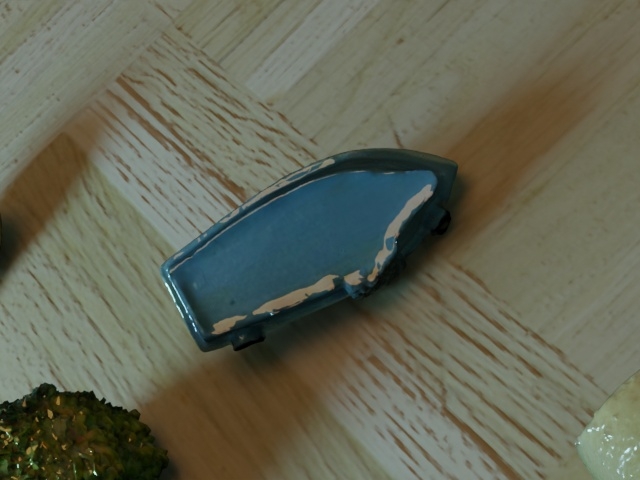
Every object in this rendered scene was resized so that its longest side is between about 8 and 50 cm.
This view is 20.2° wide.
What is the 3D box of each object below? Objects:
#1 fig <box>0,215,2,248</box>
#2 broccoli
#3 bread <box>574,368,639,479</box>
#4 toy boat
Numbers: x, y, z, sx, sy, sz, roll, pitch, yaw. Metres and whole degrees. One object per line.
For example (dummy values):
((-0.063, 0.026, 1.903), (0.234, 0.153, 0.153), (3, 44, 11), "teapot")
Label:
((-0.322, 0.026, 1.603), (0.093, 0.093, 0.166), (-5, 95, 33), "fig")
((-0.189, 0.209, 1.320), (0.194, 0.194, 0.220), (8, 40, 39), "broccoli")
((0.245, 0.132, 1.055), (0.148, 0.134, 0.141), (-29, 44, -5), "bread")
((0.000, 0.000, 1.370), (0.238, 0.098, 0.109), (-27, 88, 4), "toy boat")
